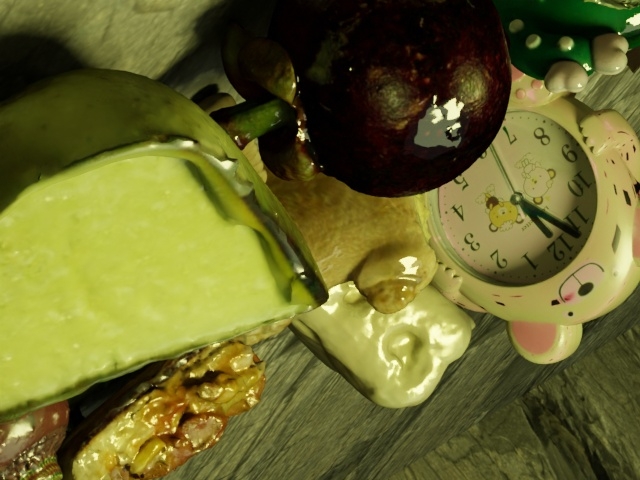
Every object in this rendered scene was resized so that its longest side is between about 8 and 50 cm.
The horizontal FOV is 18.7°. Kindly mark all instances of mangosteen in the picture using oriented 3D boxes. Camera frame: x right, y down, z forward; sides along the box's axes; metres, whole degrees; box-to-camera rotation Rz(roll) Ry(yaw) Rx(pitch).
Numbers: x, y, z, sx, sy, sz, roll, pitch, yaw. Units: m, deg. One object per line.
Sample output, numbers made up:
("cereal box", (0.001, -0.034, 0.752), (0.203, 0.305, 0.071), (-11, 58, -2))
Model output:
("mangosteen", (0.030, -0.136, 1.635), (0.265, 0.228, 0.228), (-20, 160, -11))

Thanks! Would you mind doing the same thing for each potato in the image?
("potato", (-0.189, -0.043, 1.496), (0.330, 0.213, 0.280), (-20, 145, -9))

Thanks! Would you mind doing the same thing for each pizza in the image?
("pizza", (-0.176, 0.189, 2.126), (0.277, 0.114, 0.409), (-34, -176, 10))

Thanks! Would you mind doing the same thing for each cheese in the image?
("cheese", (0.028, 0.053, 2.294), (0.174, 0.251, 0.248), (-51, -159, -3))

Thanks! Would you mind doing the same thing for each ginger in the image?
("ginger", (0.000, 0.000, 1.968), (0.276, 0.221, 0.130), (-46, 174, -3))

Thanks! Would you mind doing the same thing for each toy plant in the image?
("toy plant", (0.262, -0.238, 1.878), (0.243, 0.232, 0.113), (-25, 134, -8))

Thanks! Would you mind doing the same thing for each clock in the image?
("clock", (0.229, -0.041, 2.150), (0.284, 0.309, 0.114), (-44, 165, 18))

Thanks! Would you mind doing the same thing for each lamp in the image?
("lamp", (-0.316, 0.201, 1.938), (0.156, 0.135, 0.157), (-35, 162, -15))

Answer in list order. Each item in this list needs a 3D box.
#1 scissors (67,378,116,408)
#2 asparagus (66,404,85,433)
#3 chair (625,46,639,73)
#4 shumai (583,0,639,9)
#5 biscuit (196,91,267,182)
("scissors", (-0.238, 0.139, 2.109), (0.289, 0.041, 0.138), (-31, 170, -27))
("asparagus", (-0.287, 0.222, 2.255), (0.034, 0.027, 0.236), (-54, 171, -21))
("chair", (0.339, -0.250, 2.195), (0.212, 0.101, 0.084), (-20, 156, -50))
("shumai", (0.185, -0.299, 1.376), (0.330, 0.288, 0.292), (-26, 159, -33))
("biscuit", (-0.195, -0.006, 1.799), (0.325, 0.044, 0.217), (-37, 163, -5))
